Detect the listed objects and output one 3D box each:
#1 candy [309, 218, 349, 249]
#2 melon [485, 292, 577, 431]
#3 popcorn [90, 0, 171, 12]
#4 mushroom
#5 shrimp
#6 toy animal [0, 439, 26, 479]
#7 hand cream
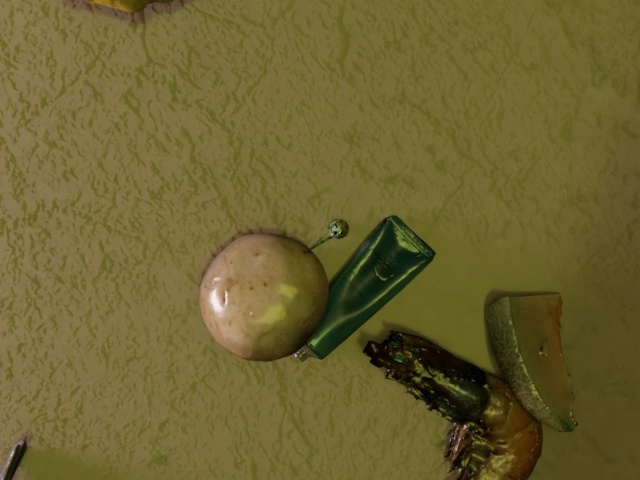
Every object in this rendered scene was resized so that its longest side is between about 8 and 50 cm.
[{"bbox_3d":[0.000,0.000,1.975,0.083,0.025,0.023,-31,53,6],"label":"candy"},{"bbox_3d":[0.278,0.160,1.970,0.098,0.054,0.182,-2,75,-18],"label":"melon"},{"bbox_3d":[-0.226,-0.403,1.837,0.286,0.215,0.252,-35,102,3],"label":"popcorn"},{"bbox_3d":[-0.072,0.071,1.924,0.166,0.127,0.166,-2,73,7],"label":"mushroom"},{"bbox_3d":[0.146,0.250,1.980,0.290,0.054,0.222,37,90,-14],"label":"shrimp"},{"bbox_3d":[-0.456,0.447,1.935,0.206,0.081,0.367,-7,95,-22],"label":"toy animal"},{"bbox_3d":[0.048,0.072,1.974,0.083,0.048,0.224,43,85,-3],"label":"hand cream"}]
